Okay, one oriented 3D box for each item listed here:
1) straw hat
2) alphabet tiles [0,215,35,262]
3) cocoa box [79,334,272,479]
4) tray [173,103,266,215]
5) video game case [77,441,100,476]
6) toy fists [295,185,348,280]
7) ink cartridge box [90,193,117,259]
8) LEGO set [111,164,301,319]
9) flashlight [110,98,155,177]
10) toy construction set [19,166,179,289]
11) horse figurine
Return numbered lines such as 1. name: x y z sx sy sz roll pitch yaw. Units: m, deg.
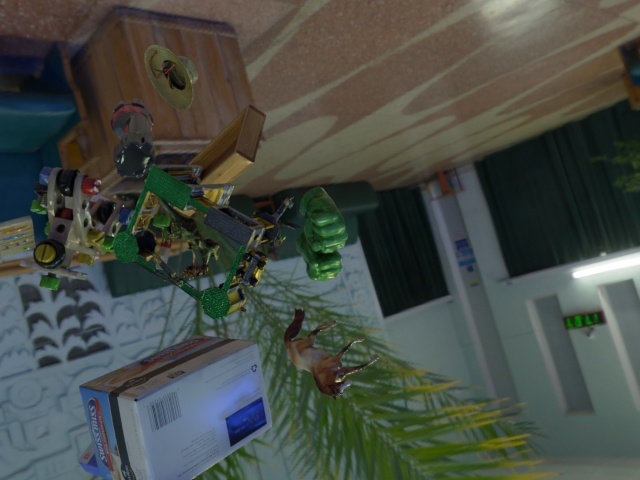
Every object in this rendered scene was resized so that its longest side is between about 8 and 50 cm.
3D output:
1. straw hat: -0.290 -0.346 1.212 0.061 0.144 0.144 -40 -169 -36
2. alphabet tiles: -0.582 0.029 0.884 0.285 0.011 0.342 -18 177 -27
3. cocoa box: -0.322 0.383 1.353 0.228 0.231 0.347 -2 -169 40
4. tray: -0.333 -0.251 1.927 0.076 0.202 0.411 29 142 -27
5. video game case: -0.525 0.591 1.728 0.270 0.061 0.244 7 -138 23
6. toy fists: 0.000 0.000 1.522 0.096 0.142 0.279 -22 146 -25
7. ink cartridge box: -0.576 -0.029 1.504 0.092 0.143 0.090 31 150 -15
8. LEGO set: -0.219 -0.010 1.168 0.331 0.255 0.192 22 -166 16
9. flashlight: -0.429 -0.231 1.337 0.103 0.103 0.304 -8 -147 -12
10. toy construction set: -0.472 0.005 1.243 0.309 0.237 0.257 15 164 -19
11. horse figurine: 0.002 0.255 1.341 0.174 0.066 0.263 -31 -137 -32
